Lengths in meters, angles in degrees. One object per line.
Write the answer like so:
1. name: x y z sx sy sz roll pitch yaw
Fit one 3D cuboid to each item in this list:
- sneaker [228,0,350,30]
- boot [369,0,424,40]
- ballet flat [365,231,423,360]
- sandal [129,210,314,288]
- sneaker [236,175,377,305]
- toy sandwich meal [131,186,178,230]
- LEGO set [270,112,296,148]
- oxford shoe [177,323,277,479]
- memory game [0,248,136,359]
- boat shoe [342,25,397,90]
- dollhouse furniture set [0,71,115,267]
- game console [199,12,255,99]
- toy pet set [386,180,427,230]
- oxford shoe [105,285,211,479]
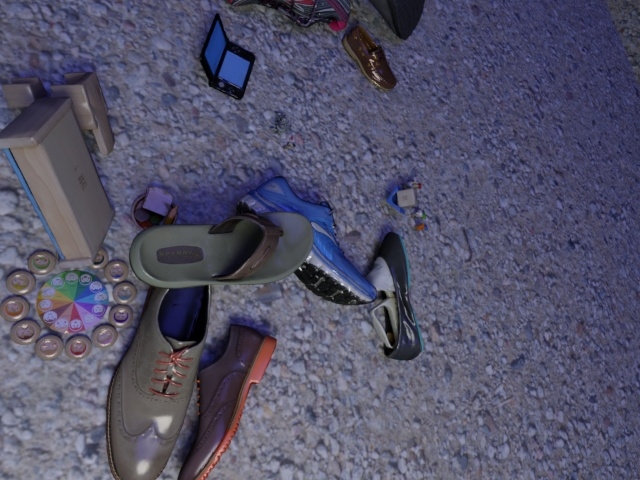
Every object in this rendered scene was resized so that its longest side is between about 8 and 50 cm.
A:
1. sneaker: -0.059 -0.537 0.946 0.300 0.121 0.111 -11 113 -23
2. boot: 0.123 -0.653 1.053 0.223 0.338 0.118 36 95 26
3. ballet flat: 0.150 0.120 0.906 0.096 0.095 0.280 -8 81 -18
4. sandal: -0.126 0.012 0.649 0.303 0.086 0.120 -10 78 -39
5. sneaker: 0.000 0.000 0.830 0.330 0.130 0.147 45 63 -12
6. toy sandwich meal: -0.288 -0.052 0.741 0.086 0.029 0.085 7 74 -27
7. LEGO set: -0.076 -0.240 0.909 0.054 0.023 0.083 -42 99 -30
8. oxford shoe: -0.172 0.268 0.700 0.099 0.097 0.271 28 58 -3
9. memory game: -0.387 0.094 0.659 0.186 0.012 0.186 8 74 -28
10. boat shoe: 0.131 -0.454 1.055 0.178 0.060 0.064 46 61 -12
11. dollhouse furniture set: -0.490 -0.098 0.616 0.304 0.198 0.286 -5 38 -6
12. game console: -0.184 -0.368 0.854 0.107 0.071 0.122 21 69 -23
13. toy pet set: 0.207 -0.083 1.019 0.114 0.065 0.122 9 73 -63
14. oxford shoe: -0.244 0.191 0.644 0.123 0.130 0.347 13 71 -26
